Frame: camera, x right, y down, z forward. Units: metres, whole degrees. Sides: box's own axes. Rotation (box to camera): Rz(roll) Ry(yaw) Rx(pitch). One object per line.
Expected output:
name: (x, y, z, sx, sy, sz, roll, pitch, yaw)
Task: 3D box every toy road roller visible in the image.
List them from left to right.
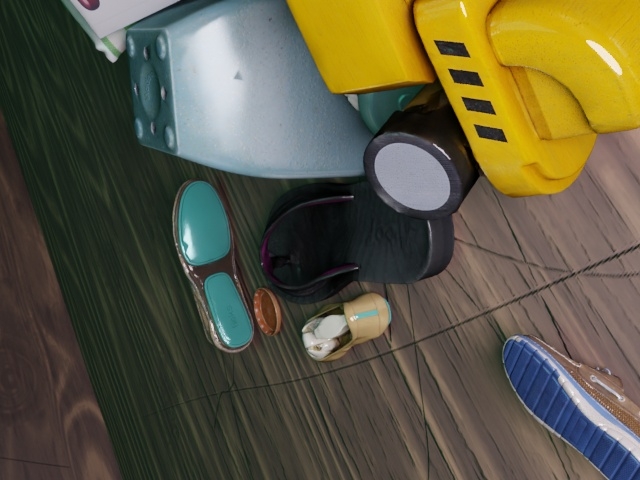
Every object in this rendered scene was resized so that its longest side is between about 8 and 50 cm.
toy road roller: (0.137, -0.188, 0.642, 0.241, 0.202, 0.329, -4, 126, 43)

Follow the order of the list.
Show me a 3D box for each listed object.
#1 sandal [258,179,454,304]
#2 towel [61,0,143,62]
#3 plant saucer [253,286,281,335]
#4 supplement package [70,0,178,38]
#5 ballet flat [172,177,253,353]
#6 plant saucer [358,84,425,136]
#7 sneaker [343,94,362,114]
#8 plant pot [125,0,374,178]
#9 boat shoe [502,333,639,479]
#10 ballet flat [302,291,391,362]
sandal: (0.000, -0.003, 1.076, 0.446, 0.107, 0.167, -18, 84, 61)
towel: (-0.221, -0.413, 1.151, 0.248, 0.325, 0.038, 49, 179, 39)
plant saucer: (-0.087, 0.119, 1.361, 0.083, 0.013, 0.083, 27, 122, 54)
supplement package: (-0.201, -0.409, 1.007, 0.145, 0.262, 0.204, 55, -162, -46)
ballet flat: (-0.203, 0.050, 1.449, 0.106, 0.107, 0.316, 159, 99, -67)
plant saucer: (0.097, -0.147, 0.868, 0.021, 0.119, 0.119, -63, -24, -61)
sneaker: (0.064, -0.258, 0.889, 0.118, 0.107, 0.279, -7, 109, 25)
plant pot: (-0.104, -0.203, 1.038, 0.247, 0.252, 0.247, 22, 119, 56)
boat shoe: (0.248, 0.152, 0.755, 0.183, 0.066, 0.066, 49, 142, 31)
ballet flat: (0.013, 0.123, 1.134, 0.232, 0.073, 0.080, -42, 64, 57)
